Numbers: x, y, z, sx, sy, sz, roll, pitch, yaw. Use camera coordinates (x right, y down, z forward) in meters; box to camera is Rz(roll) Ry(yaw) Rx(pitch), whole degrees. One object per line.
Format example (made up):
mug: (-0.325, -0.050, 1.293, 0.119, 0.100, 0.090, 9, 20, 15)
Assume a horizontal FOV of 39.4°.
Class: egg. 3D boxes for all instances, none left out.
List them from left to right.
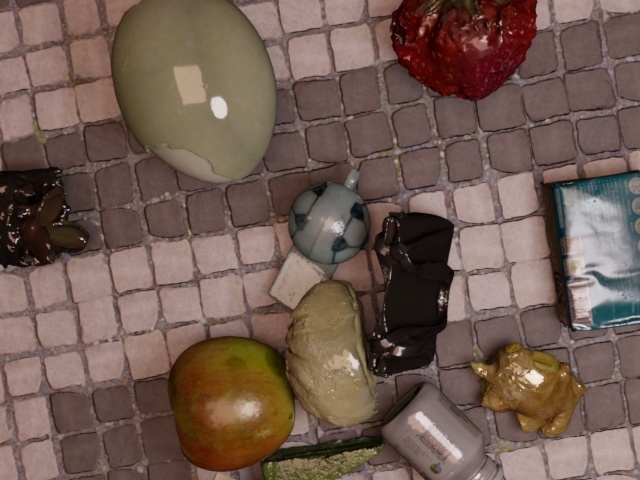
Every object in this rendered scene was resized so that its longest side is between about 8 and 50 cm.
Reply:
egg: (-0.215, -0.259, 1.570, 0.278, 0.278, 0.336, -16, 87, 4)

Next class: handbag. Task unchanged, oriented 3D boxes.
handbag: (0.152, 0.092, 1.562, 0.113, 0.257, 0.285, 9, 94, 22)

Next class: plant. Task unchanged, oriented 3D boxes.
plant: (-0.546, -0.042, 1.644, 0.234, 0.204, 0.178, 3, 101, 15)

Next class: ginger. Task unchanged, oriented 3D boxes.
ginger: (0.372, 0.263, 1.624, 0.216, 0.102, 0.157, 24, 119, -1)

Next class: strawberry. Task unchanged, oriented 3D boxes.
strawberry: (0.263, -0.370, 1.574, 0.274, 0.220, 0.274, -14, 56, 21)

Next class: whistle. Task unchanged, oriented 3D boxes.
whistle: (0.000, 0.000, 1.620, 0.163, 0.163, 0.290, 27, 93, 3)

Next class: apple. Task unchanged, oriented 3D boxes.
apple: (-0.157, 0.294, 1.621, 0.226, 0.246, 0.246, -10, 90, -11)

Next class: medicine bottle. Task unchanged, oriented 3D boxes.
medicine bottle: (0.224, 0.373, 1.619, 0.135, 0.135, 0.215, -45, 88, 4)

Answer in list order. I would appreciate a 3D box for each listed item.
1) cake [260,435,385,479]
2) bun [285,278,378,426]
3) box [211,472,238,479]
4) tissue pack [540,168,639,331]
cake: (0.012, 0.426, 1.654, 0.235, 0.100, 0.099, -11, 92, 5)
bun: (0.015, 0.206, 1.574, 0.152, 0.259, 0.259, -11, 90, 4)
box: (-0.141, 0.532, 1.615, 0.168, 0.095, 0.212, 20, 135, 5)
tissue pack: (0.509, 0.015, 1.591, 0.192, 0.134, 0.271, -7, 91, 4)
